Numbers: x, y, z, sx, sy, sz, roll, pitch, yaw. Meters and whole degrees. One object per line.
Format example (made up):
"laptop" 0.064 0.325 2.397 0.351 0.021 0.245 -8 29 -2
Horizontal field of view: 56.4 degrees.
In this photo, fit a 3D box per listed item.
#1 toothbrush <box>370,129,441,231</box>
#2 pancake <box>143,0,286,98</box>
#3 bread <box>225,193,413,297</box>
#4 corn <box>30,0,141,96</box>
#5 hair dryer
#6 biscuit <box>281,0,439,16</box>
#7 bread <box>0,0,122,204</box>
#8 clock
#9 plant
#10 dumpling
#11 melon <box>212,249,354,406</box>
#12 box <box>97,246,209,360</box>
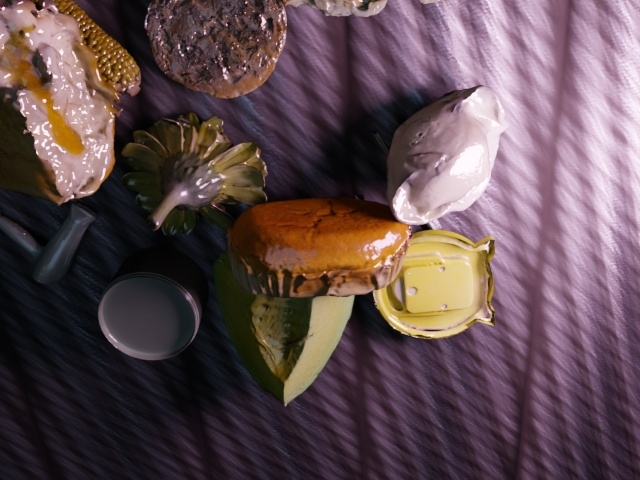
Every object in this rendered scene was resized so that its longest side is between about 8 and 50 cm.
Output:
"toothbrush" 0.191 -0.126 1.340 0.028 0.026 0.294 -40 111 -3
"pancake" -0.205 -0.417 1.188 0.283 0.049 0.282 0 115 0
"bread" 0.006 0.008 1.242 0.389 0.236 0.183 -11 135 -20
"corn" -0.482 -0.408 1.169 0.097 0.097 0.320 -41 107 16
"hair dryer" -0.658 -0.036 1.365 0.237 0.075 0.206 31 104 -6
"biscuit" 0.099 -0.535 1.127 0.335 0.078 0.329 31 108 -14
"bread" -0.580 -0.280 1.105 0.395 0.250 0.360 13 132 25
"clock" 0.269 0.102 1.420 0.294 0.071 0.276 0 114 2
"plant" -0.289 -0.143 1.244 0.306 0.297 0.261 -19 83 24
"dumpling" 0.262 -0.164 1.258 0.243 0.187 0.318 33 95 -43
"melon" -0.090 0.202 1.394 0.332 0.226 0.343 2 128 -13
"box" -0.386 0.146 1.393 0.226 0.149 0.226 0 114 0
